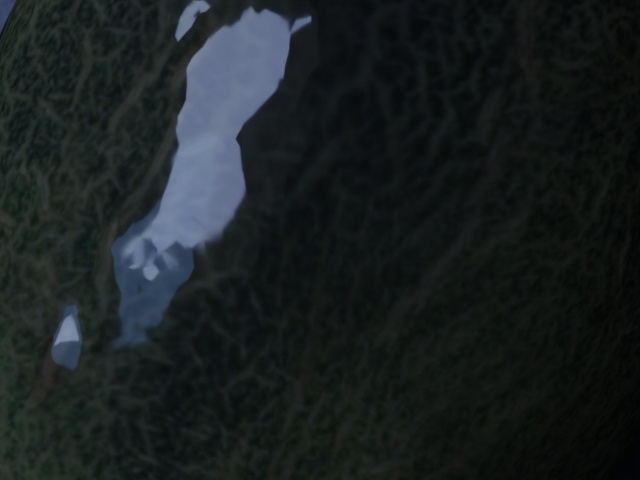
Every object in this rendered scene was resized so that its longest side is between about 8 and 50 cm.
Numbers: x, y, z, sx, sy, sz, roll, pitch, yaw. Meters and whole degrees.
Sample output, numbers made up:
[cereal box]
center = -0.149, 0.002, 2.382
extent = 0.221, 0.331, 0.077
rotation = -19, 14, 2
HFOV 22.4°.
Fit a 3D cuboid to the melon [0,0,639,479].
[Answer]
[melon]
center = 0.000, 0.000, 0.543
extent = 0.248, 0.248, 0.329
rotation = 32, 96, 45
